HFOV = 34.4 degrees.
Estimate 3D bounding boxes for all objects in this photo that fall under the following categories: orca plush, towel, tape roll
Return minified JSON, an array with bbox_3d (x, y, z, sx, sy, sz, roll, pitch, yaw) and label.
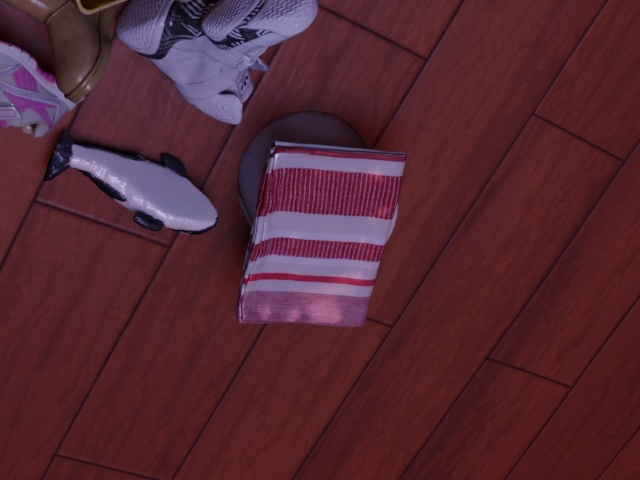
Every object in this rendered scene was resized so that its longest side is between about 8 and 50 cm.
[{"bbox_3d":[-0.317,-0.070,1.714,0.287,0.151,0.102,12,147,-27],"label":"orca plush"},{"bbox_3d":[0.000,0.000,1.691,0.237,0.037,0.329,2,119,-20],"label":"towel"},{"bbox_3d":[-0.008,-0.077,1.766,0.246,0.169,0.246,-9,122,-14],"label":"tape roll"}]

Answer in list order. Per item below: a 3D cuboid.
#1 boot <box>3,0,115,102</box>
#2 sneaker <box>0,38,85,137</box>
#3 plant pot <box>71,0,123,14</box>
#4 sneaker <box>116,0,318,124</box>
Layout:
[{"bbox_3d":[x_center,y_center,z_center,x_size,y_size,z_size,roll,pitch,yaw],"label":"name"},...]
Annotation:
[{"bbox_3d":[-0.425,-0.338,1.447,0.269,0.236,0.089,31,126,-34],"label":"boot"},{"bbox_3d":[-0.460,-0.225,1.516,0.252,0.103,0.111,34,84,-51],"label":"sneaker"},{"bbox_3d":[-0.296,-0.459,1.408,0.212,0.187,0.212,-28,127,-24],"label":"plant pot"},{"bbox_3d":[-0.119,-0.288,1.535,0.210,0.365,0.137,48,57,-42],"label":"sneaker"}]
